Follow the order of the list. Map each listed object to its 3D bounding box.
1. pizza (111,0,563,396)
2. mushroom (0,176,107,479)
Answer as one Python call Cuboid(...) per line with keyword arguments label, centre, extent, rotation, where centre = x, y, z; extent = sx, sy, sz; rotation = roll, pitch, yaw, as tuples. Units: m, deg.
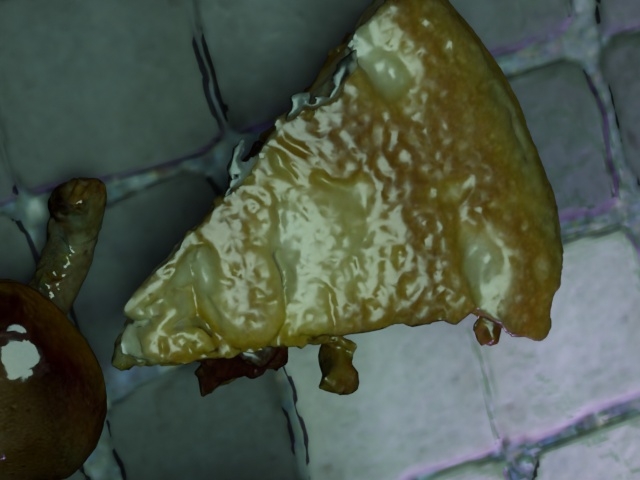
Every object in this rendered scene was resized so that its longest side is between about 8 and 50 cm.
Cuboid(label="pizza", centre=(-0.001, -0.001, 0.724), extent=(0.194, 0.069, 0.154), rotation=(-29, 105, -10))
Cuboid(label="mushroom", centre=(-0.120, 0.034, 0.702), extent=(0.088, 0.073, 0.129), rotation=(17, 91, 24))
